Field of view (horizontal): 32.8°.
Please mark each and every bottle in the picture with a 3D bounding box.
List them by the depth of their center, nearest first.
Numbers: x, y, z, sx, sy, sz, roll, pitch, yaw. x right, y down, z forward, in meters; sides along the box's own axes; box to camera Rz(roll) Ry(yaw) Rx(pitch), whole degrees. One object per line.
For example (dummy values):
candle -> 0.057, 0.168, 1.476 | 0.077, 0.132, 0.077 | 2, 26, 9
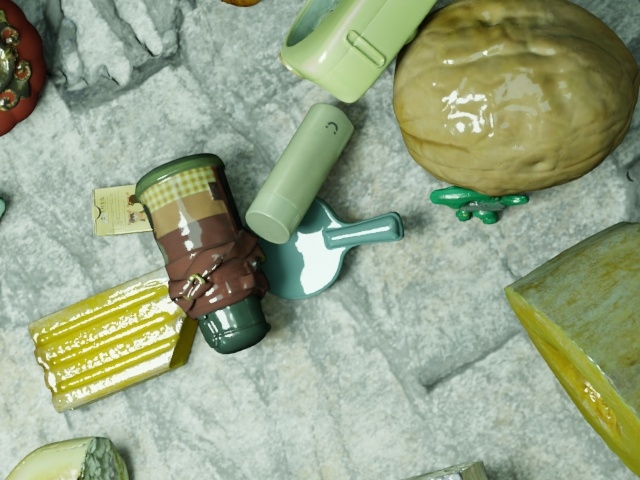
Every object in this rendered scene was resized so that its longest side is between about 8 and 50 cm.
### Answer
bottle -> -0.155, 0.023, 1.494 | 0.156, 0.143, 0.271 | -16, 79, -32
bottle -> -0.027, -0.094, 1.498 | 0.072, 0.072, 0.202 | 23, 62, 12

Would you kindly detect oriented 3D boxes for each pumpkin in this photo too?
pumpkin -> 0.398, 0.136, 1.315 | 0.199, 0.332, 0.332 | -34, 80, 1

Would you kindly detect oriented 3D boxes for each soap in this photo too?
soap -> -0.290, 0.142, 1.565 | 0.232, 0.073, 0.140 | -23, 82, 7

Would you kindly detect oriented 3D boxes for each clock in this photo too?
clock -> 0.047, -0.305, 1.453 | 0.096, 0.308, 0.235 | 36, 91, -19

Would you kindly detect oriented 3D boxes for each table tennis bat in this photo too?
table tennis bat -> 0.000, 0.000, 1.525 | 0.244, 0.040, 0.153 | -11, 92, 21

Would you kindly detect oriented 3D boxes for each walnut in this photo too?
walnut -> 0.249, -0.188, 1.396 | 0.312, 0.277, 0.252 | -6, 94, 13

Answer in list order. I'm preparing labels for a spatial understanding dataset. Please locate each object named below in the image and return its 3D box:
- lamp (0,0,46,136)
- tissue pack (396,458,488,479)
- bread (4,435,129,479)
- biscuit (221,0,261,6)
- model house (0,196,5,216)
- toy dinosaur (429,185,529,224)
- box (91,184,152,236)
lamp -> -0.516, -0.256, 1.585 | 0.226, 0.227, 0.227 | -1, 84, 10
tissue pack -> 0.141, 0.483, 1.410 | 0.242, 0.125, 0.344 | -20, 81, 21
bread -> -0.370, 0.379, 1.526 | 0.261, 0.158, 0.156 | -47, 68, 4
biscuit -> -0.141, -0.417, 1.546 | 0.188, 0.188, 0.027 | 41, 57, 12
model house -> -0.569, -0.053, 1.630 | 0.149, 0.119, 0.148 | 50, 119, 35
toy dinosaur -> 0.217, -0.055, 1.479 | 0.132, 0.096, 0.059 | 0, 86, 13
box -> -0.265, -0.047, 1.606 | 0.149, 0.020, 0.073 | -5, 84, 10
